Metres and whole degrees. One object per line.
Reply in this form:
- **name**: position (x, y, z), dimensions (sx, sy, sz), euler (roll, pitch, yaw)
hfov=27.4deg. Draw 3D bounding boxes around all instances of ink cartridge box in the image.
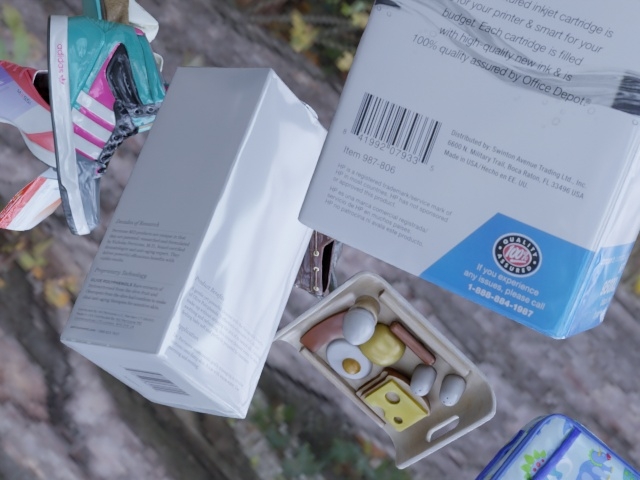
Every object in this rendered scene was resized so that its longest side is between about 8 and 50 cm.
- **ink cartridge box**: position (0.191, -0.147, 1.231), dimensions (0.166, 0.285, 0.395), euler (-4, 116, -64)
- **ink cartridge box**: position (-0.446, -0.060, 2.063), dimensions (0.145, 0.045, 0.179), euler (-42, -173, 36)

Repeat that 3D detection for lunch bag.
- **lunch bag**: position (0.248, 0.312, 1.464), dimensions (0.219, 0.176, 0.090), euler (-47, 178, -8)

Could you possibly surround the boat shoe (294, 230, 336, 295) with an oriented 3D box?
- **boat shoe**: position (0.005, -0.023, 1.740), dimensions (0.073, 0.073, 0.207), euler (-35, 146, -50)

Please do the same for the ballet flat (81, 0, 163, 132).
- **ballet flat**: position (-0.329, -0.320, 2.203), dimensions (0.124, 0.342, 0.116), euler (0, 150, -20)

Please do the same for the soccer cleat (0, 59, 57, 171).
- **soccer cleat**: position (-0.435, -0.217, 1.916), dimensions (0.108, 0.318, 0.116), euler (-20, 135, -46)

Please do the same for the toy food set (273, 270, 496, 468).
- **toy food set**: position (0.086, 0.204, 1.989), dimensions (0.219, 0.306, 0.092), euler (-38, -167, 38)

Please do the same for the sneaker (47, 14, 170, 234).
- **sneaker**: position (-0.259, -0.152, 1.718), dimensions (0.178, 0.296, 0.124), euler (-4, -156, -9)

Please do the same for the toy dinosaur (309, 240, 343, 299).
- **toy dinosaur**: position (0.000, 0.000, 2.352), dimensions (0.313, 0.121, 0.160), euler (-71, 175, -54)

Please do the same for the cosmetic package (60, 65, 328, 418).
- **cosmetic package**: position (-0.127, -0.002, 1.532), dimensions (0.197, 0.155, 0.366), euler (47, 56, -48)
